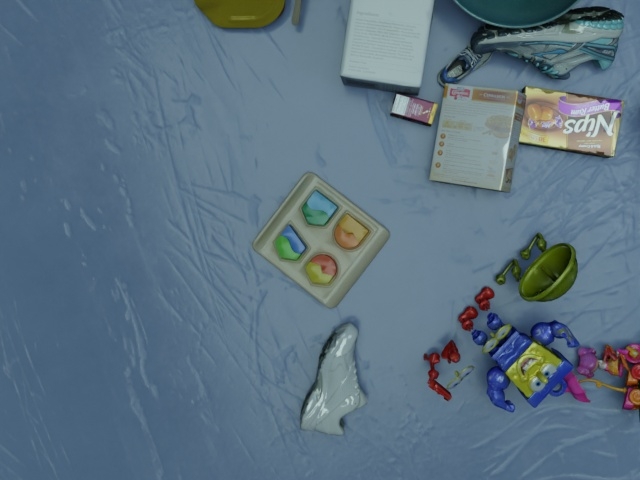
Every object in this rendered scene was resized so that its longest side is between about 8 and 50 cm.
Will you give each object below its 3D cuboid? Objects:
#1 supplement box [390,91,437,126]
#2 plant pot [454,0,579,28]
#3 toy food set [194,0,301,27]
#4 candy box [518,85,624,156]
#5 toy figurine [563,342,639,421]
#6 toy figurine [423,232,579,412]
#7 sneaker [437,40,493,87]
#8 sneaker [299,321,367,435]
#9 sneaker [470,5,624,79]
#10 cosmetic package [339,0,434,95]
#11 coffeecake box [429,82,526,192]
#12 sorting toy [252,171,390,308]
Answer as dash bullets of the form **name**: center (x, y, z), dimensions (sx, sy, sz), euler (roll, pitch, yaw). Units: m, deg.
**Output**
- **supplement box**: center (0.178, -0.249, 1.760), dimensions (0.083, 0.055, 0.043), euler (16, 94, 4)
- **plant pot**: center (0.361, -0.549, 1.643), dimensions (0.290, 0.195, 0.290), euler (9, 123, 15)
- **toy food set**: center (-0.132, -0.478, 1.772), dimensions (0.218, 0.071, 0.128), euler (3, 117, 6)
- **candy box**: center (0.467, -0.223, 1.742), dimensions (0.187, 0.053, 0.109), euler (10, 94, 5)
- **toy figurine**: center (0.538, 0.249, 1.740), dimensions (0.159, 0.130, 0.173), euler (8, 71, 13)
- **toy figurine**: center (0.391, 0.192, 1.721), dimensions (0.217, 0.191, 0.362), euler (40, 96, -12)
- **sneaker**: center (0.282, -0.341, 1.747), dimensions (0.135, 0.058, 0.052), euler (-44, 89, 4)
- **sneaker**: center (0.043, 0.272, 1.787), dimensions (0.115, 0.090, 0.232), euler (18, 103, -3)
- **sneaker**: center (0.419, -0.352, 1.706), dimensions (0.283, 0.110, 0.122), euler (-5, 118, -1)
- **cosmetic package**: center (0.125, -0.375, 1.710), dimensions (0.151, 0.151, 0.183), euler (9, 95, 3)
- **coffeecake box**: center (0.294, -0.192, 1.725), dimensions (0.142, 0.068, 0.185), euler (11, 94, 26)
- **sorting toy**: center (0.000, 0.000, 1.793), dimensions (0.208, 0.038, 0.193), euler (38, 94, 1)
